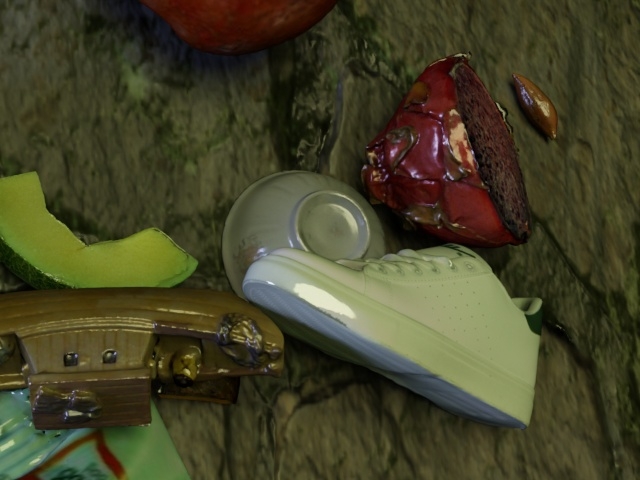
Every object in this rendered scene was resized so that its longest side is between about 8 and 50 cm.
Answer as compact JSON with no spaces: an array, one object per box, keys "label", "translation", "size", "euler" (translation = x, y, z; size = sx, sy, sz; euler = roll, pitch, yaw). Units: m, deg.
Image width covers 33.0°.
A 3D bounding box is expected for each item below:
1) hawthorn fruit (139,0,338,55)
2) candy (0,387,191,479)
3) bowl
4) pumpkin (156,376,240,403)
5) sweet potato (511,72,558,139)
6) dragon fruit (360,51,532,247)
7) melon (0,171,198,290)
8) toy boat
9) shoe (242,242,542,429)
[{"label":"hawthorn fruit","translation":[-0.086,-0.338,1.080],"size":[0.295,0.311,0.295],"euler":[2,71,-7]},{"label":"candy","translation":[-0.180,0.284,0.923],"size":[0.263,0.172,0.398],"euler":[-24,61,-38]},{"label":"bowl","translation":[0.000,0.000,1.113],"size":[0.189,0.086,0.189],"euler":[7,70,-20]},{"label":"pumpkin","translation":[-0.123,0.125,1.046],"size":[0.101,0.035,0.073],"euler":[17,51,-38]},{"label":"sweet potato","translation":[0.261,-0.164,1.301],"size":[0.034,0.034,0.095],"euler":[-30,88,-27]},{"label":"dragon fruit","translation":[0.125,-0.078,1.165],"size":[0.218,0.148,0.224],"euler":[41,35,-49]},{"label":"melon","translation":[-0.233,0.007,1.024],"size":[0.209,0.064,0.118],"euler":[36,50,-4]},{"label":"toy boat","translation":[-0.191,0.103,0.949],"size":[0.321,0.089,0.121],"euler":[-1,42,-6]},{"label":"shoe","translation":[0.093,0.056,1.056],"size":[0.363,0.132,0.160],"euler":[30,69,-33]}]
